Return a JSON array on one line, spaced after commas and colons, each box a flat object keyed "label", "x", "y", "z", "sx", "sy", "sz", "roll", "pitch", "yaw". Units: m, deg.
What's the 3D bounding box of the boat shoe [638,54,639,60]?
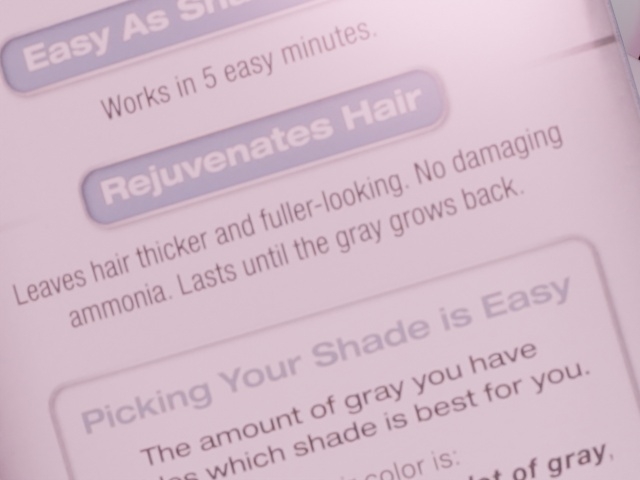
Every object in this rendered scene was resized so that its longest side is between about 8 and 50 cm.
[{"label": "boat shoe", "x": 0.196, "y": -0.143, "z": 0.672, "sx": 0.095, "sy": 0.095, "sz": 0.257, "roll": 6, "pitch": 117, "yaw": -27}]

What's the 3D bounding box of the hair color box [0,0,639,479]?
[{"label": "hair color box", "x": 0.000, "y": 0.000, "z": 0.517, "sx": 0.185, "sy": 0.113, "sz": 0.375, "roll": -17, "pitch": 89, "yaw": 9}]

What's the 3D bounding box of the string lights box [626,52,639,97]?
[{"label": "string lights box", "x": 0.137, "y": 0.035, "z": 0.681, "sx": 0.259, "sy": 0.077, "sz": 0.133, "roll": 27, "pitch": 134, "yaw": -27}]
